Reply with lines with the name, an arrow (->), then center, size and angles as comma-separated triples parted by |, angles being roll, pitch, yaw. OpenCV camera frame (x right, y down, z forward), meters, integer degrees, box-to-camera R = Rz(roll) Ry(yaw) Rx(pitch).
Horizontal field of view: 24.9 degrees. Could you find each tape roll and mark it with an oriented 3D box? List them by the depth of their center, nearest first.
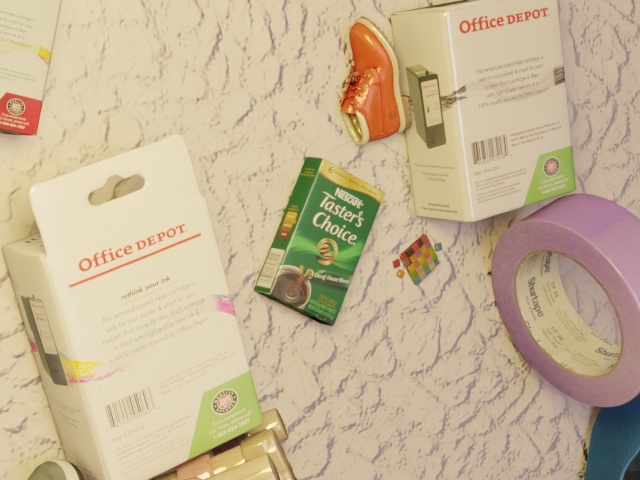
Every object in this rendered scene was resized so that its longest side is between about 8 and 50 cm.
tape roll -> 0.353, 0.079, 1.910 | 0.090, 0.275, 0.275 | -28, 110, -30

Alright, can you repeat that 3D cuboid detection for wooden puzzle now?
wooden puzzle -> 0.131, 0.025, 1.912 | 0.083, 0.006, 0.049 | -41, 116, -25

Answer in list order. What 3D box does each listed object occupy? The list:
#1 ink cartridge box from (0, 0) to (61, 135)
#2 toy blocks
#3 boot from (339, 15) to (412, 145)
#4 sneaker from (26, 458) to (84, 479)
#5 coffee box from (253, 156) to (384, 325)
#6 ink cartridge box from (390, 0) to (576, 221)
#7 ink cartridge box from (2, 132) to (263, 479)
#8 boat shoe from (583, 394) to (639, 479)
ink cartridge box -> -0.349, -0.207, 1.505 | 0.127, 0.072, 0.175 | 12, 88, -35
toy blocks -> -0.122, 0.378, 1.673 | 0.260, 0.309, 0.288 | -24, 98, 3
boot -> 0.056, -0.197, 1.807 | 0.085, 0.059, 0.158 | -27, 111, -25
sneaker -> -0.372, 0.358, 1.525 | 0.178, 0.124, 0.295 | 26, 81, -44
coffee box -> 0.000, 0.000, 1.795 | 0.113, 0.040, 0.184 | 29, 78, -34
ink cartridge box -> 0.215, -0.179, 1.883 | 0.198, 0.115, 0.273 | -16, 104, -34
ink cartridge box -> -0.214, 0.073, 1.602 | 0.207, 0.119, 0.353 | -22, 108, -31
boat shoe -> 0.443, 0.318, 2.122 | 0.089, 0.109, 0.258 | 10, 105, -43
